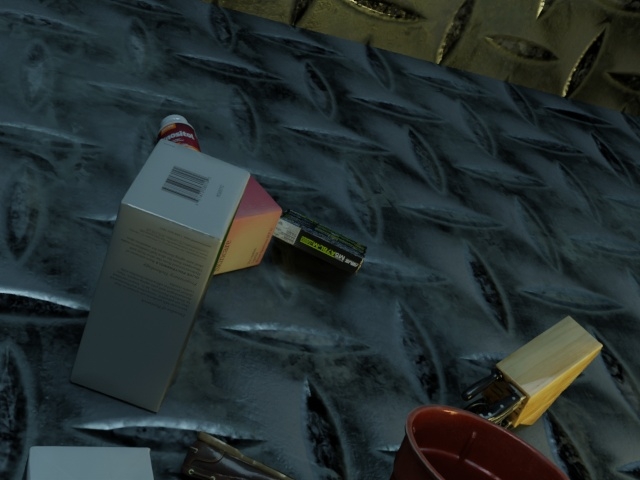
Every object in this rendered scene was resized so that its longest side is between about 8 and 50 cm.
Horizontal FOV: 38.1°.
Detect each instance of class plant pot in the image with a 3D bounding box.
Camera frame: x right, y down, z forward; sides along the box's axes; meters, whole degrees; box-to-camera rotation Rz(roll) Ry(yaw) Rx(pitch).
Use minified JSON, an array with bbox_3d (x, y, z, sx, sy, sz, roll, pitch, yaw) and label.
[{"bbox_3d":[0.177,0.409,1.249,0.272,0.265,0.272,24,17,-8],"label":"plant pot"}]

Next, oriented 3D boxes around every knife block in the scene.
[{"bbox_3d":[0.363,0.250,1.658,0.088,0.275,0.242,45,9,27],"label":"knife block"}]

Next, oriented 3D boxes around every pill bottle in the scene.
[{"bbox_3d":[-0.303,-0.201,1.980,0.086,0.086,0.152,7,37,-25],"label":"pill bottle"}]

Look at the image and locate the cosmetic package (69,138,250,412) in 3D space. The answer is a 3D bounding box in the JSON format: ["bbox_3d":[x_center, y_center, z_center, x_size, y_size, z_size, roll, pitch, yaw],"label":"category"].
[{"bbox_3d":[-0.247,0.057,1.406,0.155,0.365,0.197,20,36,-4],"label":"cosmetic package"}]

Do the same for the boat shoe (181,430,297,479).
[{"bbox_3d":[-0.104,0.357,1.364,0.207,0.073,0.073,25,71,5],"label":"boat shoe"}]

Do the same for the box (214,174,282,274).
[{"bbox_3d":[-0.213,-0.025,1.738,0.232,0.148,0.127,-13,50,-42],"label":"box"}]

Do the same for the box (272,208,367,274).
[{"bbox_3d":[0.000,0.000,1.875,0.191,0.045,0.184,26,6,1],"label":"box"}]

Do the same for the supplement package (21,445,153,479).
[{"bbox_3d":[-0.282,0.381,1.086,0.149,0.203,0.194,7,37,-24],"label":"supplement package"}]
